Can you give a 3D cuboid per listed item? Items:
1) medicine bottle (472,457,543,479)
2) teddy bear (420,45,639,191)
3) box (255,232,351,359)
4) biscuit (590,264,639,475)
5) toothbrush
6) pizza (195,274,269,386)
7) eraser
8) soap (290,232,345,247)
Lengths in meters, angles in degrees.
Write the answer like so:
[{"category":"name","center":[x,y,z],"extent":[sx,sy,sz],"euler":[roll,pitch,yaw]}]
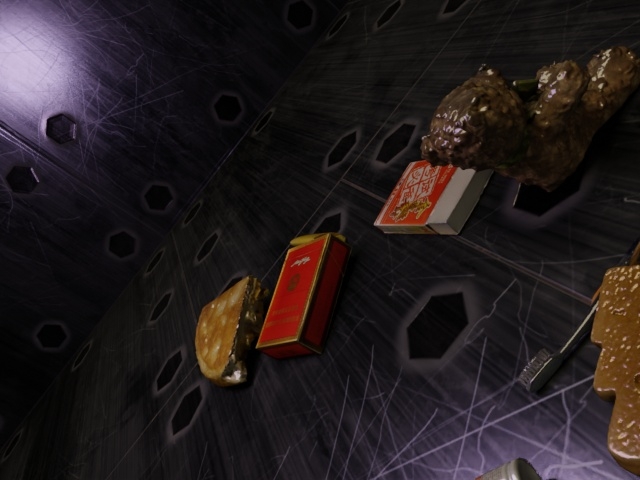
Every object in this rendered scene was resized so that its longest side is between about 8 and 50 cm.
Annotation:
[{"category":"medicine bottle","center":[0.183,0.269,0.609],"extent":[0.089,0.057,0.057],"euler":[-41,26,26]},{"category":"teddy bear","center":[0.295,-0.202,0.868],"extent":[0.296,0.222,0.246],"euler":[-59,22,-17]},{"category":"box","center":[-0.033,0.116,1.195],"extent":[0.153,0.074,0.240],"euler":[-27,40,52]},{"category":"biscuit","center":[0.344,0.105,0.567],"extent":[0.212,0.041,0.239],"euler":[-48,24,24]},{"category":"toothbrush","center":[0.339,0.048,0.679],"extent":[0.321,0.023,0.031],"euler":[-51,26,5]},{"category":"pizza","center":[-0.230,0.241,1.384],"extent":[0.268,0.087,0.258],"euler":[-31,35,42]},{"category":"eraser","center":[0.207,-0.084,1.094],"extent":[0.157,0.038,0.230],"euler":[-58,23,-13]},{"category":"soap","center":[0.000,0.000,1.322],"extent":[0.168,0.089,0.033],"euler":[-3,97,53]}]
